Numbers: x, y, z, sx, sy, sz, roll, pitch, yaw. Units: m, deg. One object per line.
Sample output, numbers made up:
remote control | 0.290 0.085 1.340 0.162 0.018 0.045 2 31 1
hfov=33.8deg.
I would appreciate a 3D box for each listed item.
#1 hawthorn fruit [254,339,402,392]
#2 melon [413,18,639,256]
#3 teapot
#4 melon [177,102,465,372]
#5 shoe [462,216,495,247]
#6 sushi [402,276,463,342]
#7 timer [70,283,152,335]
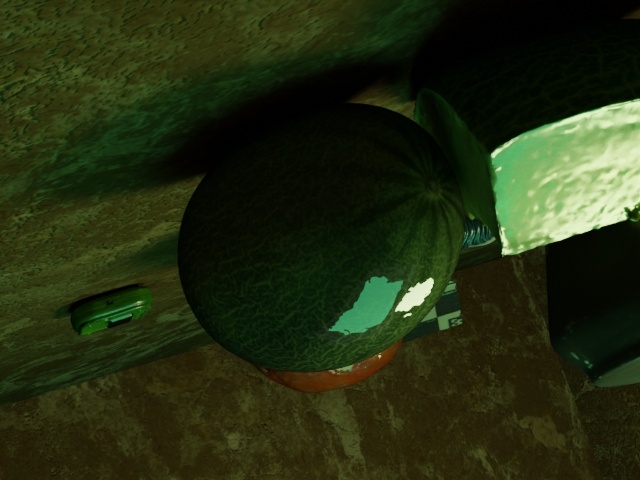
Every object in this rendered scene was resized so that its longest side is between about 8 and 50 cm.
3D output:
hawthorn fruit | -0.027 0.076 1.470 0.276 0.276 0.307 -22 158 22
melon | 0.281 -0.101 0.945 0.344 0.226 0.331 -19 -179 -3
teapot | 0.402 -0.035 1.297 0.306 0.361 0.376 -14 161 -9
melon | 0.000 0.000 0.980 0.238 0.237 0.302 -12 168 -42
shoe | 0.257 -0.017 2.052 0.207 0.091 0.106 -20 179 33
sushi | 0.115 0.078 2.098 0.296 0.100 0.373 -19 143 3
timer | -0.336 0.114 1.695 0.128 0.047 0.140 -17 172 -19
